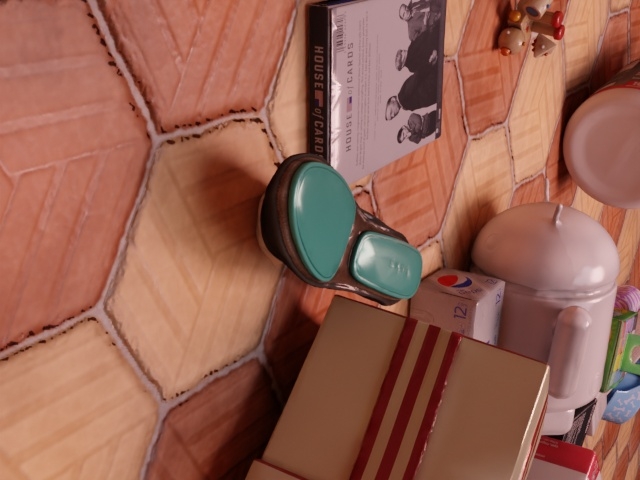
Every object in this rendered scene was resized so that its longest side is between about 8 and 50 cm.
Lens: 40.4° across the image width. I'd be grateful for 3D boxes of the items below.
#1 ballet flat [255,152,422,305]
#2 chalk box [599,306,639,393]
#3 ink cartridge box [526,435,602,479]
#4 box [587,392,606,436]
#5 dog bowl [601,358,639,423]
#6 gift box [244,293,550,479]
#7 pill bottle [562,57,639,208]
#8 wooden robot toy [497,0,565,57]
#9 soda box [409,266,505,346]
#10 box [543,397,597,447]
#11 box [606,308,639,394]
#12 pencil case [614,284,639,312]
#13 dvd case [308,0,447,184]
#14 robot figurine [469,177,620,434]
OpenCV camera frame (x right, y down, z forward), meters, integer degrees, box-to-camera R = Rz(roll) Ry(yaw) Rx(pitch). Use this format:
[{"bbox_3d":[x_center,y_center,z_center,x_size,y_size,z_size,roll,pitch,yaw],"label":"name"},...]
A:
[{"bbox_3d":[0.000,0.000,0.781,0.280,0.096,0.095,39,67,-57],"label":"ballet flat"},{"bbox_3d":[0.464,0.177,1.502,0.132,0.213,0.132,-3,104,-58],"label":"chalk box"},{"bbox_3d":[0.319,0.392,1.264,0.176,0.127,0.128,-61,146,-27],"label":"ink cartridge box"},{"bbox_3d":[0.517,0.321,1.757,0.087,0.102,0.101,-51,141,-32],"label":"box"},{"bbox_3d":[0.706,0.284,1.964,0.297,0.074,0.166,-62,-179,10],"label":"dog bowl"},{"bbox_3d":[0.066,0.223,0.839,0.258,0.255,0.276,-66,154,-20],"label":"gift box"},{"bbox_3d":[0.589,-0.214,1.553,0.363,0.210,0.210,-37,132,-48],"label":"pill bottle"},{"bbox_3d":[0.266,-0.276,1.137,0.079,0.076,0.173,-54,147,-11],"label":"wooden robot toy"},{"bbox_3d":[0.168,0.187,1.140,0.098,0.091,0.286,-26,124,-54],"label":"soda box"},{"bbox_3d":[0.390,0.402,1.562,0.184,0.103,0.261,-5,113,-55],"label":"box"},{"bbox_3d":[0.651,0.226,1.843,0.063,0.067,0.324,-21,145,-53],"label":"box"},{"bbox_3d":[0.652,0.147,1.921,0.206,0.088,0.086,-9,124,-59],"label":"pencil case"},{"bbox_3d":[0.064,-0.164,0.886,0.239,0.030,0.179,-30,127,-50],"label":"dvd case"},{"bbox_3d":[0.305,0.098,1.222,0.300,0.200,0.353,-109,-160,-68],"label":"robot figurine"}]
